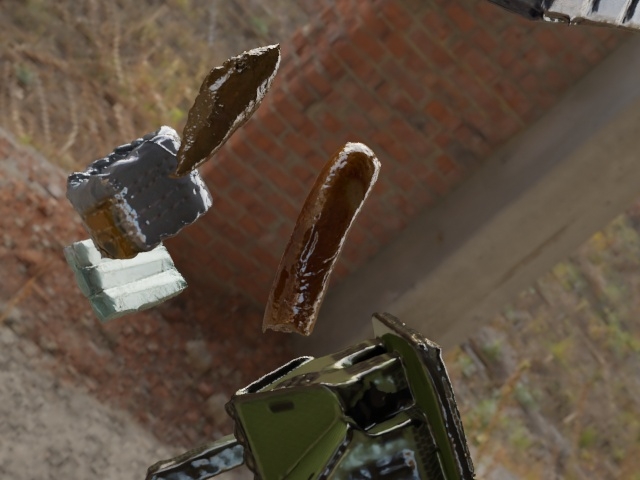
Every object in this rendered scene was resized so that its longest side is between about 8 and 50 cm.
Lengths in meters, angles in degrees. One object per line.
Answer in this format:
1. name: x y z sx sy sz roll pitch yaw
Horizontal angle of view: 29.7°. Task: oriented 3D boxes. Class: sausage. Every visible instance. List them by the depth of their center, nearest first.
1. sausage: 0.000 -0.002 1.687 0.076 0.302 0.103 22 -5 13

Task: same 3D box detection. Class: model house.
1. model house: -0.018 0.209 1.074 0.218 0.278 0.205 -160 -128 -79

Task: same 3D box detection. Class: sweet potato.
1. sweet potato: -0.102 -0.138 1.247 0.068 0.060 0.206 49 57 -34

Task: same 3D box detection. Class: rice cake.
1. rice cake: -0.261 0.041 1.615 0.124 0.038 0.211 61 22 9

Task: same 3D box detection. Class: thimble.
1. thimble: -0.215 -0.056 1.435 0.151 0.127 0.118 -38 109 -32

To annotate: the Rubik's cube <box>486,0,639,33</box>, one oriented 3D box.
1. Rubik's cube: 0.256 -0.469 1.433 0.358 0.363 0.362 33 23 27
